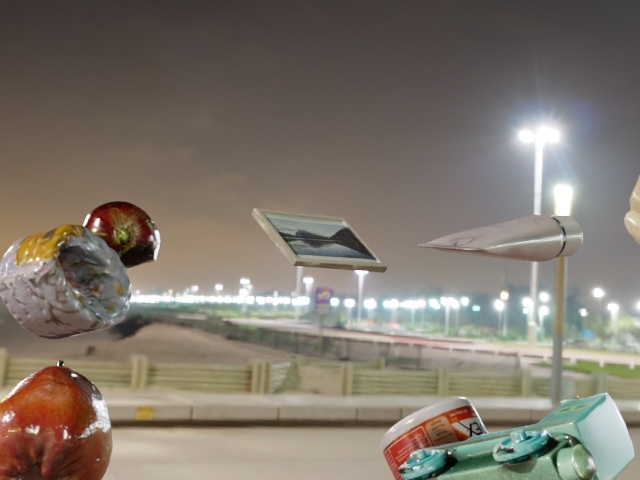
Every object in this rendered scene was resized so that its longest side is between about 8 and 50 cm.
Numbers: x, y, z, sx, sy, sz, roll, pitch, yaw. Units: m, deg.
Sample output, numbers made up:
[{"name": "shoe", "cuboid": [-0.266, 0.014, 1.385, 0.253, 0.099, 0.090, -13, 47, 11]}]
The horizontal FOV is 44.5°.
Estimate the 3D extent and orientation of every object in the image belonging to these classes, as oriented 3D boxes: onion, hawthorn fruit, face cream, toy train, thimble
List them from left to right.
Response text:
[{"name": "hawthorn fruit", "cuboid": [-0.471, 0.325, 1.379, 0.224, 0.224, 0.260, 4, 37, -11]}, {"name": "thimble", "cuboid": [-0.341, 0.058, 1.037, 0.118, 0.127, 0.151, -16, -54, 26]}, {"name": "onion", "cuboid": [-0.303, -0.005, 1.175, 0.117, 0.118, 0.119, -22, 9, -33]}, {"name": "face cream", "cuboid": [0.238, 0.426, 1.498, 0.201, 0.187, 0.201, -21, -27, -11]}, {"name": "toy train", "cuboid": [0.241, 0.296, 1.020, 0.194, 0.120, 0.298, -18, -7, -46]}, {"name": "face cream", "cuboid": [0.339, -0.002, 1.403, 0.315, 0.089, 0.143, -2, 5, -33]}]

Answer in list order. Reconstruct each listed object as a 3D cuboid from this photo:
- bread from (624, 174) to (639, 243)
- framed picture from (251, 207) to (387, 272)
[{"name": "bread", "cuboid": [0.452, -0.031, 0.914, 0.134, 0.148, 0.141, 25, 15, -11]}, {"name": "framed picture", "cuboid": [0.000, 0.000, 1.307, 0.203, 0.015, 0.150, 6, 32, -40]}]
